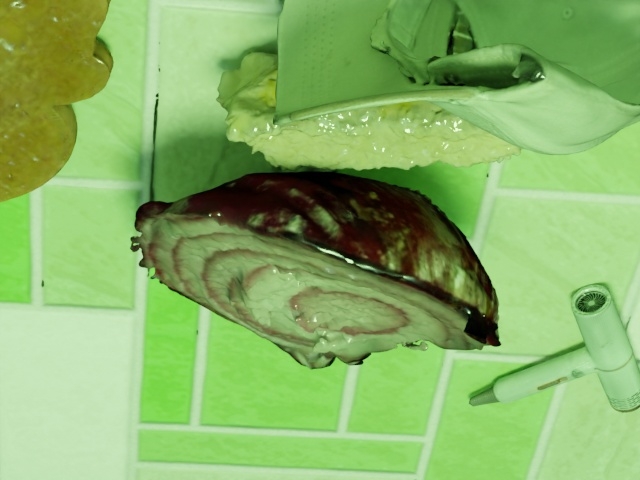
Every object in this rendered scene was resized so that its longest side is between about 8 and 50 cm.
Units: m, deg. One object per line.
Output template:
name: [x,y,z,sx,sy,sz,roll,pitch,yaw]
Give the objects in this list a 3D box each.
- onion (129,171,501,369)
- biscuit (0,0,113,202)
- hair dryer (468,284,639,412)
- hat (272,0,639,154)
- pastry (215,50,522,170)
onion: [0.000,0.000,1.391,0.314,0.146,0.280,-1,151,48]
biscuit: [-0.281,-0.135,1.339,0.202,0.044,0.288,22,128,-22]
hair dryer: [0.218,0.124,1.612,0.183,0.044,0.155,-14,131,15]
hat: [0.106,-0.144,1.226,0.301,0.257,0.168,-14,138,23]
pastry: [0.046,-0.109,1.324,0.259,0.121,0.089,-7,129,6]
